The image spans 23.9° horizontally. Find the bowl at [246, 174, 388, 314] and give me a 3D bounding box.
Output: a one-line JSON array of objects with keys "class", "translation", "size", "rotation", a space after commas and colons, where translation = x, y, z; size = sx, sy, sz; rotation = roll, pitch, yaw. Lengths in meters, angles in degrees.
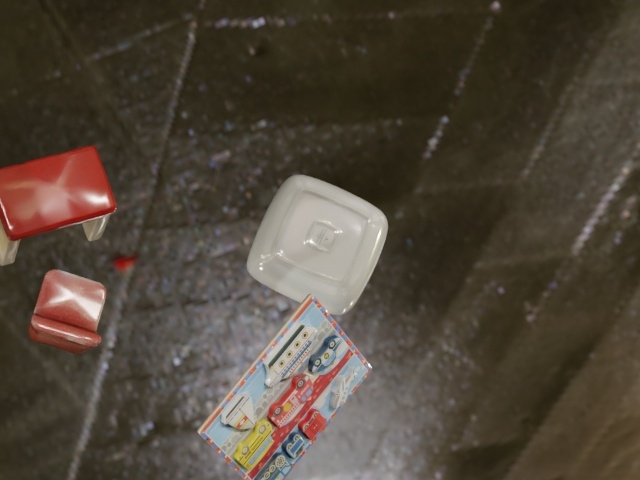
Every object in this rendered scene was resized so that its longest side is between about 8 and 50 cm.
[{"class": "bowl", "translation": [0.000, 0.000, 1.728], "size": [0.142, 0.142, 0.053], "rotation": [25, 166, -1]}]

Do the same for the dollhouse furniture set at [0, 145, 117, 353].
[{"class": "dollhouse furniture set", "translation": [-0.327, 0.050, 1.239], "size": [0.374, 0.201, 0.152], "rotation": [-17, 171, -23]}]

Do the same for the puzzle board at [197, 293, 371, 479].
[{"class": "puzzle board", "translation": [-0.022, 0.115, 1.090], "size": [0.128, 0.011, 0.096], "rotation": [-51, 133, -15]}]
